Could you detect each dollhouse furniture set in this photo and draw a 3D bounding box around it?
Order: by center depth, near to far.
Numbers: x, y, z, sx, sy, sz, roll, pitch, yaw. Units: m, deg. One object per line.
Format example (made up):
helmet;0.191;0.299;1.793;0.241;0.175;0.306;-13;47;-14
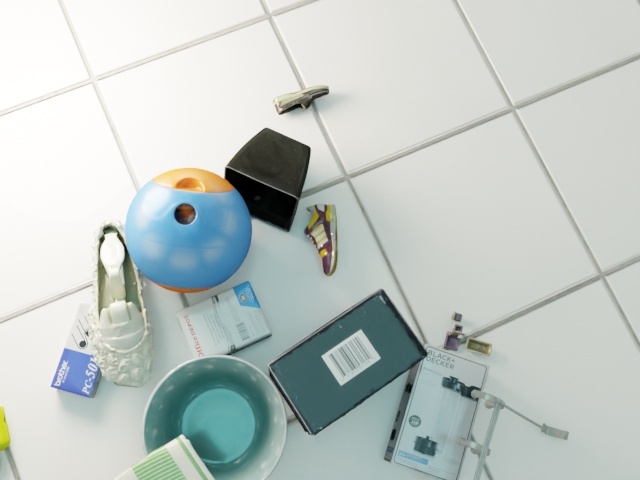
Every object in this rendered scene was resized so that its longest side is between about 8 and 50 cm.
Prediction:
dollhouse furniture set;0.374;0.230;1.709;0.114;0.081;0.091;17;76;0

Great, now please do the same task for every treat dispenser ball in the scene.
treat dispenser ball;-0.301;-0.023;1.610;0.288;0.288;0.288;1;77;-4

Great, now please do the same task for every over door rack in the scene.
over door rack;0.413;0.500;1.600;0.324;0.108;0.240;30;74;-33

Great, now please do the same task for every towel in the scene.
towel;-0.346;0.580;1.406;0.324;0.038;0.248;-34;82;-19

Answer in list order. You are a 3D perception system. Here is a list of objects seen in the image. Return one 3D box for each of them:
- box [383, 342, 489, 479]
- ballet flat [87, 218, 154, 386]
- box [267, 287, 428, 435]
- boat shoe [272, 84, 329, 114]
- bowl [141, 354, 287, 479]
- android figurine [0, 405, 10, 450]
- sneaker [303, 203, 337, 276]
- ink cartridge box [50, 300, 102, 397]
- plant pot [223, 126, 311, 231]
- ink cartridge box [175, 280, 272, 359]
box;0.274;0.406;1.657;0.169;0.087;0.290;20;76;0
ballet flat;-0.468;0.131;1.600;0.146;0.147;0.409;-12;66;-7
box;0.046;0.277;1.563;0.296;0.294;0.183;-32;79;-11
boat shoe;-0.046;-0.365;1.833;0.152;0.056;0.049;-16;83;2
bowl;-0.231;0.418;1.576;0.311;0.163;0.312;1;77;-4
android figurine;-0.826;0.462;1.576;0.248;0.056;0.273;-14;77;-8
sneaker;0.000;0.000;1.747;0.083;0.069;0.186;-1;71;4
ink cartridge box;-0.548;0.256;1.649;0.097;0.046;0.207;15;76;0
plant pot;-0.120;-0.161;1.720;0.188;0.187;0.167;23;63;1
ink cartridge box;-0.229;0.201;1.668;0.190;0.082;0.140;-23;79;-8
